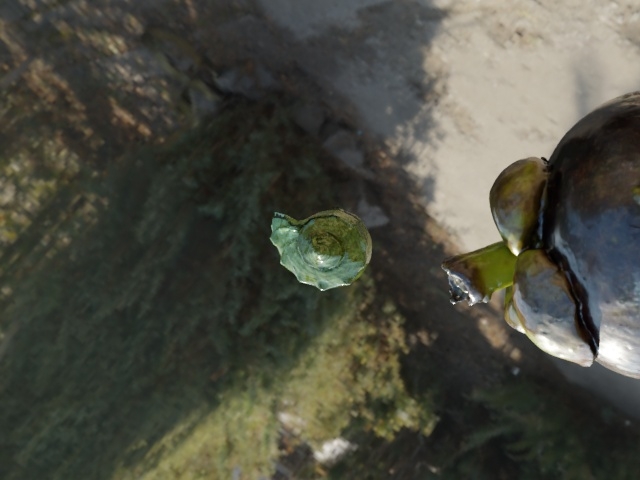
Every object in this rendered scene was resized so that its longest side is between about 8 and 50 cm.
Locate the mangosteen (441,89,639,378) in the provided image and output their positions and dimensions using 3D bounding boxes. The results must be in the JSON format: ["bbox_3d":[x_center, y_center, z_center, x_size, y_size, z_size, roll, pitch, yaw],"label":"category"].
[{"bbox_3d":[0.187,-0.001,0.643,0.217,0.192,0.192,-4,148,10],"label":"mangosteen"}]

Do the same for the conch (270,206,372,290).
[{"bbox_3d":[0.000,0.000,0.845,0.089,0.074,0.121,31,-170,1],"label":"conch"}]
